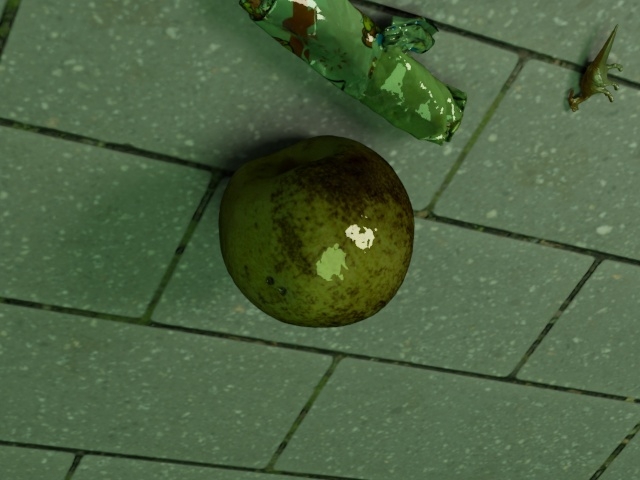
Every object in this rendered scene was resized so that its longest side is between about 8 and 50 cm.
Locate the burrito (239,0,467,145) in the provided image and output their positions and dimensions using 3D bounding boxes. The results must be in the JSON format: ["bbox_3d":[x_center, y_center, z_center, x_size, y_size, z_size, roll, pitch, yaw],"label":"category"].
[{"bbox_3d":[0.052,-0.182,1.209,0.104,0.054,0.288,-43,128,19],"label":"burrito"}]

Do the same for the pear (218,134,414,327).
[{"bbox_3d":[0.000,0.000,1.252,0.197,0.197,0.197,-9,133,-10],"label":"pear"}]

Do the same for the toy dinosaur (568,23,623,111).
[{"bbox_3d":[0.291,-0.171,1.310,0.041,0.026,0.113,18,135,-10],"label":"toy dinosaur"}]
